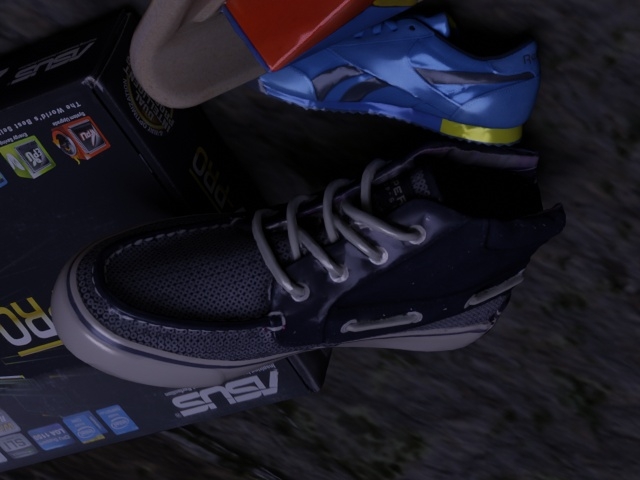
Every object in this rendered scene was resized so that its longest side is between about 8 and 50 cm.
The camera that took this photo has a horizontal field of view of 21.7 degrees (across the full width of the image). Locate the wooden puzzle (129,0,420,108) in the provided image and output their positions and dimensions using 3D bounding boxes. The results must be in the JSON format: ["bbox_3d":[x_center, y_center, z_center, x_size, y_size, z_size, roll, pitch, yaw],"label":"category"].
[{"bbox_3d":[0.089,-0.206,0.814,0.080,0.322,0.348,52,144,13],"label":"wooden puzzle"}]

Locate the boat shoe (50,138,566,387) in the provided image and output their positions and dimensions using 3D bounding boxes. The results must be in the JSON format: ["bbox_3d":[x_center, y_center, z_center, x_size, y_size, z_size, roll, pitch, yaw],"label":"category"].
[{"bbox_3d":[0.000,0.000,1.099,0.340,0.127,0.158,-5,147,-32],"label":"boat shoe"}]

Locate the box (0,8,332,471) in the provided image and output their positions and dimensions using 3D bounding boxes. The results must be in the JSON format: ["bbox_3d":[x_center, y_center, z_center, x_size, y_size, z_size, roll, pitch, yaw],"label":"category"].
[{"bbox_3d":[-0.231,0.023,1.289,0.395,0.097,0.318,-16,127,26],"label":"box"}]

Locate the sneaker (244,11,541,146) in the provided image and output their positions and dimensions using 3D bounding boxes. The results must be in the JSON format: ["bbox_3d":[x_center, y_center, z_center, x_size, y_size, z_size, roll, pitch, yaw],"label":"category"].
[{"bbox_3d":[0.042,-0.123,1.106,0.209,0.069,0.082,12,117,8],"label":"sneaker"}]
